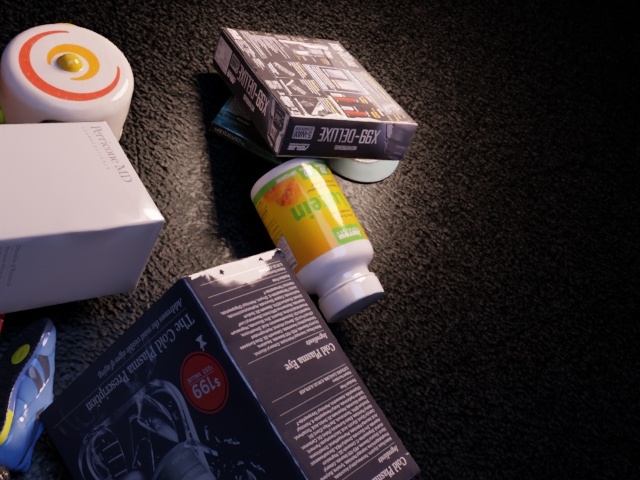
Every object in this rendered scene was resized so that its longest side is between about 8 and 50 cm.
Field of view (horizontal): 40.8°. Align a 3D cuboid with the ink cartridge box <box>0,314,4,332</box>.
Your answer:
[{"bbox_3d":[-0.484,0.158,1.072,0.134,0.078,0.231,16,57,-17],"label":"ink cartridge box"}]

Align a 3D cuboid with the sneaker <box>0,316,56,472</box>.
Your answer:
[{"bbox_3d":[-0.379,0.200,1.119,0.082,0.069,0.209,46,36,-37],"label":"sneaker"}]

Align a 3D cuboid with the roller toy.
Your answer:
[{"bbox_3d":[-0.380,-0.222,1.284,0.191,0.146,0.209,35,48,4],"label":"roller toy"}]

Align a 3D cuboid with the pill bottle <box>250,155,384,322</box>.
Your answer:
[{"bbox_3d":[0.000,0.000,1.362,0.136,0.136,0.245,-18,72,-33],"label":"pill bottle"}]

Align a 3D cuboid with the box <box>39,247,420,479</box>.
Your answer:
[{"bbox_3d":[-0.119,0.239,1.021,0.179,0.343,0.312,-18,71,-54],"label":"box"}]

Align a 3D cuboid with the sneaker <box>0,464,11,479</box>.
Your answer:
[{"bbox_3d":[-0.437,0.310,0.998,0.276,0.097,0.135,28,55,-12],"label":"sneaker"}]

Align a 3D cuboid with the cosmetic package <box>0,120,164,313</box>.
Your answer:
[{"bbox_3d":[-0.426,-0.028,1.101,0.385,0.156,0.217,-12,54,-39],"label":"cosmetic package"}]

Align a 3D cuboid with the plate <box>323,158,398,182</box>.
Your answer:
[{"bbox_3d":[0.067,-0.191,1.574,0.188,0.024,0.188,12,58,-21],"label":"plate"}]

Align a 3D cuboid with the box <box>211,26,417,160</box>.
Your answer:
[{"bbox_3d":[-0.017,-0.250,1.451,0.242,0.076,0.307,-1,38,-32],"label":"box"}]

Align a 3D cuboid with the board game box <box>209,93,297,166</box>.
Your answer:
[{"bbox_3d":[-0.081,-0.194,1.488,0.186,0.026,0.126,28,54,0],"label":"board game box"}]
